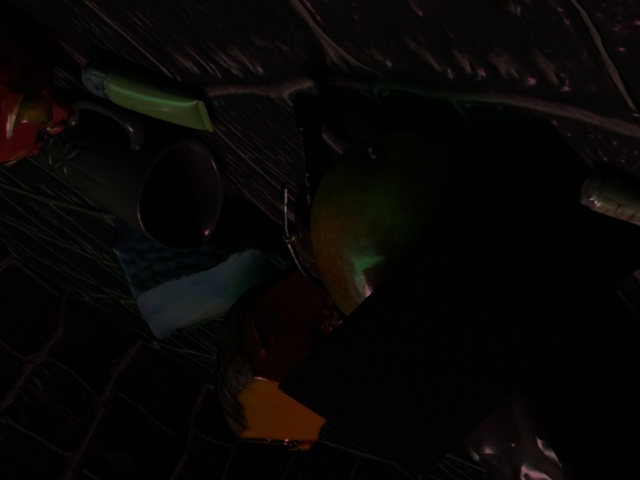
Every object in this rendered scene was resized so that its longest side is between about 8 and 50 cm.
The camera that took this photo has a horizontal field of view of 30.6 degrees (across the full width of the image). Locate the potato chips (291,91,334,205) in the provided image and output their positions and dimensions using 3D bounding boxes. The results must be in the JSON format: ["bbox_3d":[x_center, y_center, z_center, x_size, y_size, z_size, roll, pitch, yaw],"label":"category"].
[{"bbox_3d":[-0.005,-0.097,1.297,0.026,0.142,0.209,-3,152,12],"label":"potato chips"}]

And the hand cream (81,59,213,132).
[{"bbox_3d":[-0.224,-0.189,1.521,0.175,0.046,0.095,18,162,8],"label":"hand cream"}]

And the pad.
[{"bbox_3d":[0.159,0.076,1.203,0.247,0.367,0.007,39,-172,-37],"label":"pad"}]

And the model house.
[{"bbox_3d":[-0.228,-0.002,1.936,0.241,0.226,0.261,62,171,20],"label":"model house"}]

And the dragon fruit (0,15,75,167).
[{"bbox_3d":[-0.460,-0.199,1.567,0.227,0.224,0.224,52,158,-13],"label":"dragon fruit"}]

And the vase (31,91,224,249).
[{"bbox_3d":[-0.302,-0.125,1.697,0.301,0.156,0.251,25,150,30],"label":"vase"}]

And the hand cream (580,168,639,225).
[{"bbox_3d":[0.324,-0.026,1.153,0.143,0.039,0.061,23,162,-3],"label":"hand cream"}]

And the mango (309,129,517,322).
[{"bbox_3d":[0.138,0.027,1.296,0.382,0.225,0.201,39,-170,-38],"label":"mango"}]

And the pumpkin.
[{"bbox_3d":[-0.033,0.173,1.891,0.256,0.303,0.225,35,145,1],"label":"pumpkin"}]

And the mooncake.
[{"bbox_3d":[0.363,0.305,1.535,0.350,0.381,0.212,-8,173,-34],"label":"mooncake"}]

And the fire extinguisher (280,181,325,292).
[{"bbox_3d":[0.000,0.000,1.652,0.141,0.105,0.341,44,167,11],"label":"fire extinguisher"}]

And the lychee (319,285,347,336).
[{"bbox_3d":[0.111,0.093,1.508,0.236,0.236,0.271,16,157,36],"label":"lychee"}]
